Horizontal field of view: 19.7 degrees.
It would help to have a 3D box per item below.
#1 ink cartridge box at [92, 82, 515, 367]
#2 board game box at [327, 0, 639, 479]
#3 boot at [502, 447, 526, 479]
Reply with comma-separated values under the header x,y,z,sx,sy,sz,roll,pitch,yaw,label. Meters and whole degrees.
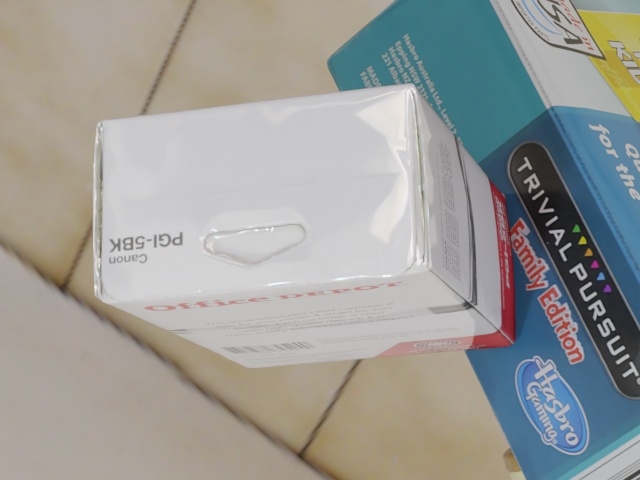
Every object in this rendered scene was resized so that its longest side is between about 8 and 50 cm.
x,y,z,sx,sy,sz,roll,pitch,yaw,label
0.000,0.000,0.569,0.099,0.135,0.056,-5,77,15,ink cartridge box
0.181,0.029,0.740,0.079,0.336,0.254,-39,63,31,board game box
0.262,0.186,1.116,0.262,0.095,0.203,-15,85,-2,boot
